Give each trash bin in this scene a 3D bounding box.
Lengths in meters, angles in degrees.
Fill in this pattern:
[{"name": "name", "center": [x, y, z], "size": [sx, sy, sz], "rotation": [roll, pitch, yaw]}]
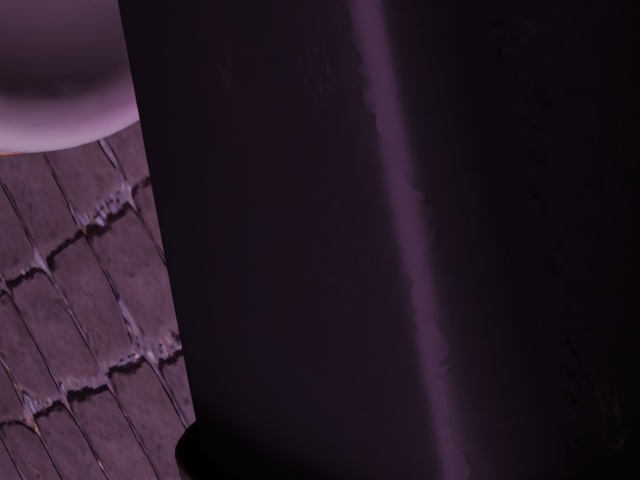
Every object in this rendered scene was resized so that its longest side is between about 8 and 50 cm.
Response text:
[{"name": "trash bin", "center": [0.044, 0.003, 0.638], "size": [0.209, 0.182, 0.290], "rotation": [14, 121, 56]}]

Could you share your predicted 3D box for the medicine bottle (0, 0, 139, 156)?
[{"name": "medicine bottle", "center": [-0.195, -0.138, 0.878], "size": [0.316, 0.202, 0.202], "rotation": [5, 119, 58]}]
